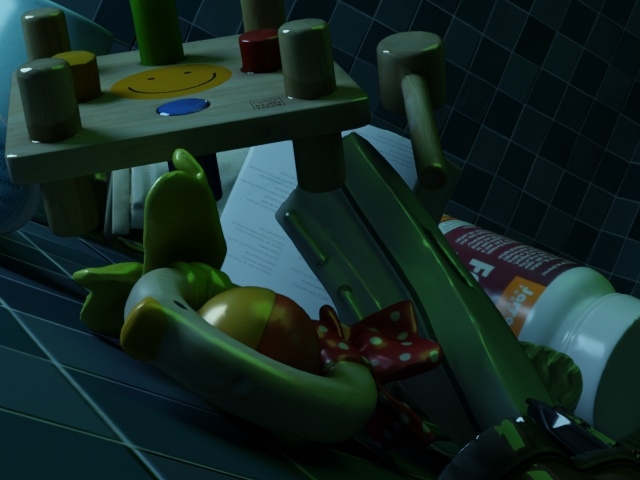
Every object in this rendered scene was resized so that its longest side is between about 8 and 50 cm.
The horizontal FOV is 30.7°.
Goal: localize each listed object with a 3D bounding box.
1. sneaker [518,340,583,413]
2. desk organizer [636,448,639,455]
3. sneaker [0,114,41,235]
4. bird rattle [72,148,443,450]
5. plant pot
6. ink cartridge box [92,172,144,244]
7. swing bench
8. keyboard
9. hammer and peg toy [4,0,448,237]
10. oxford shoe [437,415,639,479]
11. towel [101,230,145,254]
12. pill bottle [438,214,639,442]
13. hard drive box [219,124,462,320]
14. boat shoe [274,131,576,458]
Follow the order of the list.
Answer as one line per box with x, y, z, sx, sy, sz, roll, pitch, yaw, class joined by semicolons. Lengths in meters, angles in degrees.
0.121;0.143;1.184;0.281;0.105;0.115;19;-34;22;sneaker
0.364;0.256;1.200;0.050;0.047;0.130;21;1;-7;desk organizer
-0.346;-0.088;1.031;0.319;0.127;0.208;26;0;15;sneaker
-0.037;0.073;0.734;0.253;0.143;0.207;36;11;-5;bird rattle
-0.391;-0.182;1.483;0.271;0.255;0.271;24;0;0;plant pot
-0.282;-0.091;1.762;0.234;0.088;0.193;23;32;-39;ink cartridge box
-0.131;-0.081;1.417;0.253;0.165;0.254;1;-3;-14;swing bench
0.274;0.203;0.829;0.201;0.033;0.317;41;4;39;keyboard
-0.058;-0.121;0.901;0.361;0.127;0.266;-10;24;-9;hammer and peg toy
0.139;0.157;0.588;0.096;0.083;0.227;46;14;33;oxford shoe
-0.257;0.007;1.608;0.060;0.009;0.083;22;0;40;towel
0.270;0.118;1.620;0.392;0.224;0.224;23;0;42;pill bottle
0.000;0.000;1.105;0.181;0.232;0.089;24;0;26;hard drive box
0.055;0.084;0.916;0.136;0.156;0.367;30;23;-54;boat shoe
